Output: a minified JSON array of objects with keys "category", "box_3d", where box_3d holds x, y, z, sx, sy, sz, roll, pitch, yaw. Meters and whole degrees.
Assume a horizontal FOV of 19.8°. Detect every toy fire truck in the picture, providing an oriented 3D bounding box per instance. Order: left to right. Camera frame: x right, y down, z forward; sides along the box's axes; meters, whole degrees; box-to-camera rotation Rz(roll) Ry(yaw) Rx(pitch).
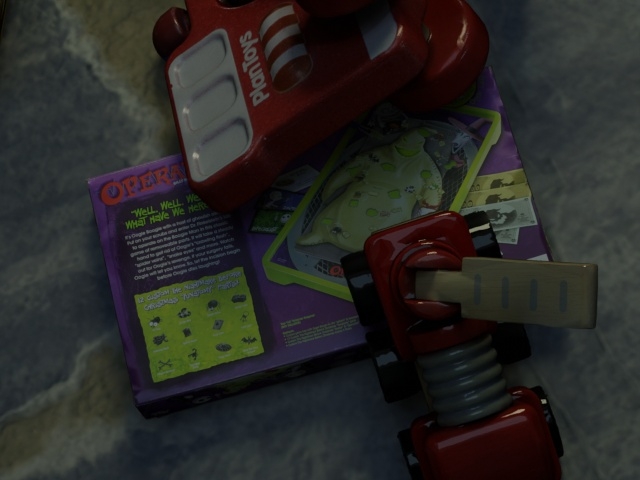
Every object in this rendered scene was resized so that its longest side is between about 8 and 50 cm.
[{"category":"toy fire truck","box_3d":[-0.027,-0.189,1.484,0.254,0.169,0.302,-32,45,15]},{"category":"toy fire truck","box_3d":[0.118,0.085,1.285,0.158,0.246,0.217,-18,92,1]}]

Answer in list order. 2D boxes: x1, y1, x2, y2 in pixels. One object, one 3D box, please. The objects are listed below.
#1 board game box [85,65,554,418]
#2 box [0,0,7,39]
[{"category":"board game box","box_3d":[0.000,0.000,1.472,0.347,0.056,0.208,-15,70,2]},{"category":"box","box_3d":[-0.387,-0.311,1.587,0.257,0.079,0.322,4,58,-2]}]
